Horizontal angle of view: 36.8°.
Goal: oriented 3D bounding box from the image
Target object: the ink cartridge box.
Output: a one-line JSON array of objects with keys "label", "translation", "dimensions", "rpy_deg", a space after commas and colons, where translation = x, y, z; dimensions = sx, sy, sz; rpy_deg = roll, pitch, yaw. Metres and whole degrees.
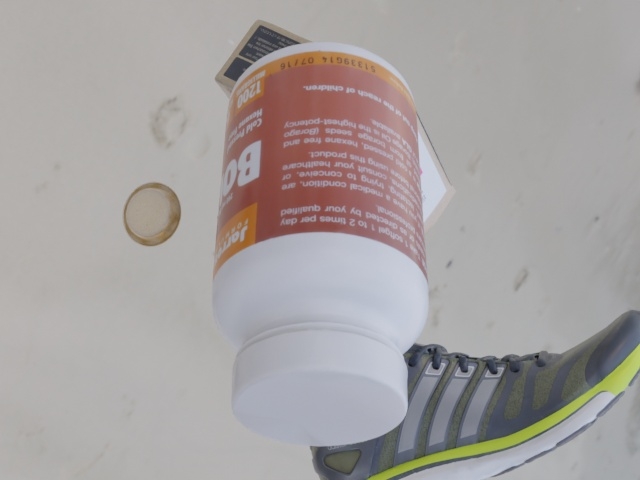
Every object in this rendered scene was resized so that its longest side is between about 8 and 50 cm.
[{"label": "ink cartridge box", "translation": [0.021, -0.109, 1.026], "dimensions": [0.088, 0.193, 0.235], "rpy_deg": [-54, 150, -9]}]

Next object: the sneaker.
[{"label": "sneaker", "translation": [0.115, 0.123, 0.747], "dimensions": [0.299, 0.121, 0.111], "rpy_deg": [-29, 167, 9]}]

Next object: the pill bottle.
[{"label": "pill bottle", "translation": [0.000, 0.000, 0.554], "dimensions": [0.121, 0.121, 0.216], "rpy_deg": [80, 8, -54]}]

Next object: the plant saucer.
[{"label": "plant saucer", "translation": [-0.216, -0.034, 1.219], "dimensions": [0.083, 0.015, 0.084], "rpy_deg": [-9, 105, -37]}]
